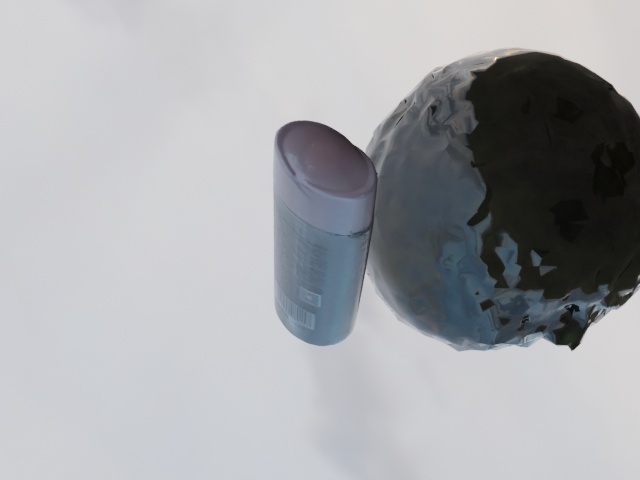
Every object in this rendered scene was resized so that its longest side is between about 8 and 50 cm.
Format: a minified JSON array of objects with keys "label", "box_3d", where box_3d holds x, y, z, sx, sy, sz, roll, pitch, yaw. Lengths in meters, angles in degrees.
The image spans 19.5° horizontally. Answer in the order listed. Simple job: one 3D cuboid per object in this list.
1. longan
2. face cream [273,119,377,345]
[{"label":"longan","box_3d":[0.231,-0.041,2.275,0.391,0.391,0.391,49,-150,-41]},{"label":"face cream","box_3d":[0.000,0.000,1.720,0.073,0.107,0.269,-45,-21,-25]}]
